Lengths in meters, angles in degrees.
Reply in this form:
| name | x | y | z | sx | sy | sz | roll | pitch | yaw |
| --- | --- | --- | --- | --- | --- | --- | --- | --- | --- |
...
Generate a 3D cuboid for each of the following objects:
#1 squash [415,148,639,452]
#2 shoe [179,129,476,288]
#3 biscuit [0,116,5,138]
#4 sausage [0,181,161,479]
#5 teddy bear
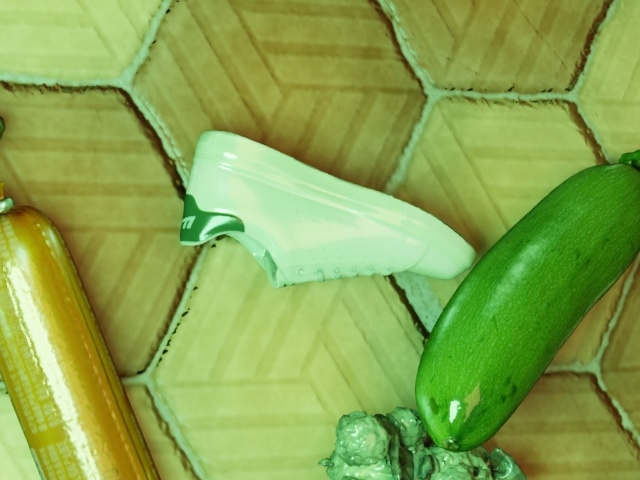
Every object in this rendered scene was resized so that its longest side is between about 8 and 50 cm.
| name | x | y | z | sx | sy | sz | roll | pitch | yaw |
| --- | --- | --- | --- | --- | --- | --- | --- | --- | --- |
| squash | 0.192 | 0.040 | 1.618 | 0.107 | 0.107 | 0.395 | 51 | 54 | -9 |
| shoe | 0.000 | 0.000 | 1.582 | 0.265 | 0.095 | 0.110 | 24 | 81 | -13 |
| biscuit | -0.371 | -0.024 | 1.390 | 0.335 | 0.078 | 0.329 | -21 | 69 | -38 |
| sausage | -0.211 | 0.102 | 1.477 | 0.093 | 0.093 | 0.312 | -22 | 91 | -23 |
| teddy bear | 0.068 | 0.208 | 1.582 | 0.213 | 0.111 | 0.133 | 11 | 90 | -45 |
